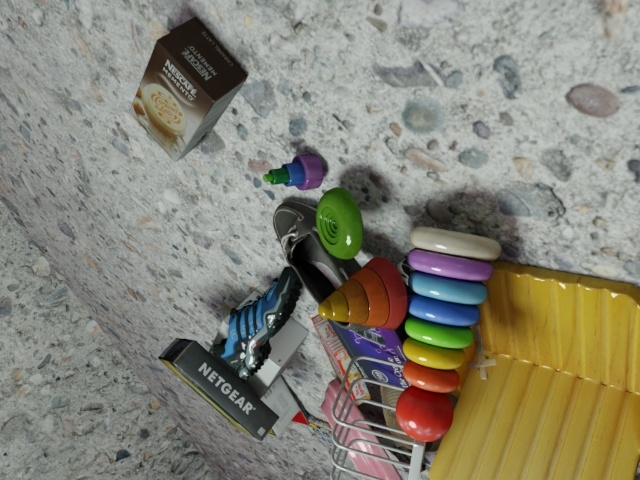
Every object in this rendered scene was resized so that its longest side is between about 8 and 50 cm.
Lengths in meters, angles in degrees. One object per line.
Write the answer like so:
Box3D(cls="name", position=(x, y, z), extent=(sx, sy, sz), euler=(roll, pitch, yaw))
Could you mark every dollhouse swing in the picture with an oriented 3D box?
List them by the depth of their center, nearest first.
Box3D(cls="dollhouse swing", position=(0.326, 0.259, 0.844), extent=(0.347, 0.305, 0.315), euler=(12, 136, 38))

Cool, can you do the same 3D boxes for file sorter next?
Box3D(cls="file sorter", position=(0.120, 0.396, 1.071), extent=(0.173, 0.193, 0.277), euler=(10, 123, 15))

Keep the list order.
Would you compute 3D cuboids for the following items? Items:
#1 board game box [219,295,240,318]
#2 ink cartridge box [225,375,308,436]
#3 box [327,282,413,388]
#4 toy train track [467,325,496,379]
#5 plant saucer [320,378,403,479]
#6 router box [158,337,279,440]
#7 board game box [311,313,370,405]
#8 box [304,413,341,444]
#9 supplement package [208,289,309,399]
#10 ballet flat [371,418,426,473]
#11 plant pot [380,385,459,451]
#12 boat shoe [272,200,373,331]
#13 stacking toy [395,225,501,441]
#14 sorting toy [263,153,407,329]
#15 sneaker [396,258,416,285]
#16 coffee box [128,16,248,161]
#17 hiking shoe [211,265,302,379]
Box3D(cls="board game box", position=(-0.231, 0.242, 1.626), extent=(0.154, 0.026, 0.103), euler=(38, 146, 6))
Box3D(cls="ink cartridge box", position=(-0.229, 0.549, 1.851), extent=(0.309, 0.130, 0.272), euler=(-8, 117, 48))
Box3D(cls="box", position=(0.129, 0.188, 1.144), extent=(0.184, 0.103, 0.261), euler=(1, 128, 48))
Box3D(cls="toy train track", position=(0.255, 0.177, 0.859), extent=(0.048, 0.083, 0.014), euler=(-18, 159, 36))
Box3D(cls="plant saucer", position=(0.099, 0.526, 1.429), extent=(0.332, 0.084, 0.332), euler=(56, 171, 13))
Box3D(cls="router box", position=(-0.280, 0.392, 1.457), extent=(0.309, 0.081, 0.243), euler=(46, 156, -12))
Box3D(cls="board game box", position=(0.050, 0.285, 1.319), extent=(0.147, 0.045, 0.193), euler=(49, 163, 55))
Box3D(cls="box", position=(0.012, 0.639, 1.820), extent=(0.137, 0.027, 0.094), euler=(5, 130, 42))
Box3D(cls="supplement package", position=(-0.174, 0.286, 1.478), extent=(0.194, 0.149, 0.203), euler=(37, 134, 7))
Box3D(cls="ballet flat", position=(0.226, 0.564, 1.494), extent=(0.079, 0.077, 0.221), euler=(-20, 117, 33))
Box3D(cls="plant pot", position=(0.226, 0.398, 1.232), extent=(0.237, 0.110, 0.237), euler=(21, 130, 27))
Box3D(cls="boat shoe", position=(-0.005, 0.037, 1.031), extent=(0.335, 0.095, 0.112), euler=(47, 126, 29))
Box3D(cls="stacking toy", position=(0.182, 0.149, 0.854), extent=(0.141, 0.141, 0.330), euler=(12, 93, 37))
Box3D(cls="sorting toy", position=(0.000, 0.000, 0.906), extent=(0.365, 0.126, 0.127), euler=(61, 148, 27))
Box3D(cls="sneaker", position=(0.186, 0.078, 1.027), extent=(0.109, 0.040, 0.044), euler=(50, 161, -4))
Box3D(cls="coffee box", position=(-0.256, -0.273, 1.019), extent=(0.141, 0.098, 0.246), euler=(47, 146, -7))
Box3D(cls="hiking shoe", position=(-0.153, 0.181, 1.287), extent=(0.132, 0.113, 0.304), euler=(31, 100, 12))
